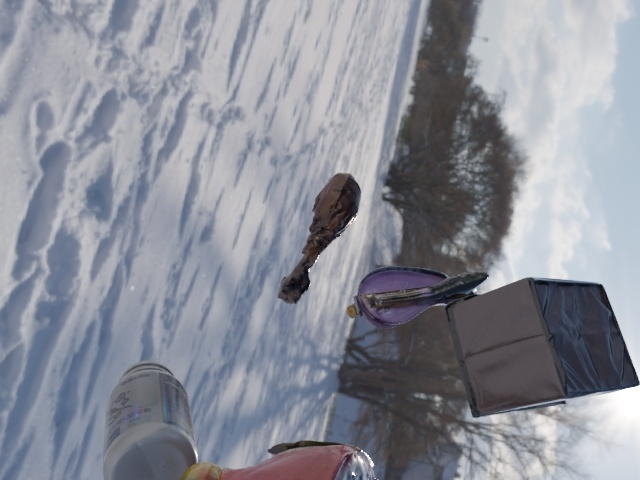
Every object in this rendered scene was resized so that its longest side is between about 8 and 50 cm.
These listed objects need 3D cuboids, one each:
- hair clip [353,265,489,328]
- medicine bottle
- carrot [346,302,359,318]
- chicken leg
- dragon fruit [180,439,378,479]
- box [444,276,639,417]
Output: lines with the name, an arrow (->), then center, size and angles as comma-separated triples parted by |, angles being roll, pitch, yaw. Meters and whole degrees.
hair clip -> 0.200, 0.102, 1.346 | 0.095, 0.358, 0.110 | -5, -90, 55
medicine bottle -> -0.216, 0.232, 0.839 | 0.191, 0.107, 0.107 | -130, -133, -65
carrot -> 0.118, 0.126, 1.429 | 0.170, 0.042, 0.042 | -21, 131, -42
chicken leg -> 0.000, 0.000, 1.395 | 0.304, 0.093, 0.113 | -63, 170, 3
dragon fruit -> -0.046, 0.358, 0.698 | 0.290, 0.189, 0.291 | -6, 90, -68
box -> 0.345, 0.162, 1.025 | 0.153, 0.252, 0.188 | -31, -120, 41
